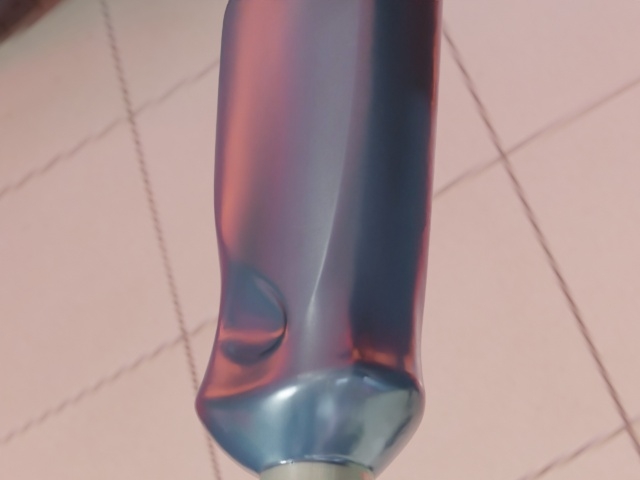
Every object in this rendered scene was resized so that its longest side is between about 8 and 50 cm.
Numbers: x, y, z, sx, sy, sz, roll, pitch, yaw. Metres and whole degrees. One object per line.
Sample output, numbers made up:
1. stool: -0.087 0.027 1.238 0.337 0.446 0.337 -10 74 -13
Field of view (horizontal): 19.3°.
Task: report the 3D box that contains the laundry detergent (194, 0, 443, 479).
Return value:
1. laundry detergent: 0.001 0.001 0.600 0.097 0.061 0.206 -30 49 46
